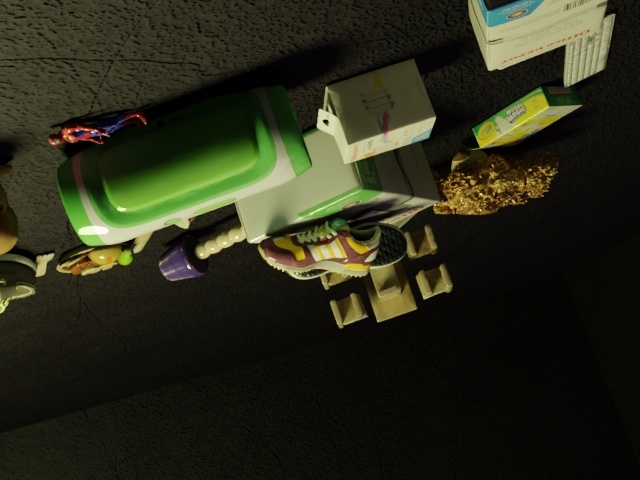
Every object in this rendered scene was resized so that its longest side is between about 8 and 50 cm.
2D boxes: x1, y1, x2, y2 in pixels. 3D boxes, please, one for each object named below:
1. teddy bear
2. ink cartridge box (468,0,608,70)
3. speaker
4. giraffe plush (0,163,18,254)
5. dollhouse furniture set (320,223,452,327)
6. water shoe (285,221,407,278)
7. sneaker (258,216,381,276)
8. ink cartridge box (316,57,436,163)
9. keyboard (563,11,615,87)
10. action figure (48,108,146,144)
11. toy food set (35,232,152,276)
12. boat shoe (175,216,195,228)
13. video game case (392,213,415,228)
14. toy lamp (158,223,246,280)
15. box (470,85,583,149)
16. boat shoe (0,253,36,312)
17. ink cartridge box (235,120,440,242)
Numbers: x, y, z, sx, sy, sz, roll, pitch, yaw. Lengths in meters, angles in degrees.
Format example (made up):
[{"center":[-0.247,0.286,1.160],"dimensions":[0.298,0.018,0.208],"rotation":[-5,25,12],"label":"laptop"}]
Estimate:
[{"center":[0.311,-0.119,2.088],"dimensions":[0.245,0.113,0.338],"rotation":[3,-171,42],"label":"teddy bear"},{"center":[0.247,-0.284,1.312],"dimensions":[0.148,0.086,0.203],"rotation":[-20,169,4],"label":"ink cartridge box"},{"center":[-0.167,-0.093,1.420],"dimensions":[0.297,0.131,0.131],"rotation":[-19,168,2],"label":"speaker"},{"center":[-0.431,-0.017,1.354],"dimensions":[0.170,0.181,0.210],"rotation":[-33,130,13],"label":"giraffe plush"},{"center":[0.100,0.025,2.078],"dimensions":[0.212,0.242,0.161],"rotation":[-19,168,0],"label":"dollhouse furniture set"},{"center":[0.034,0.011,1.788],"dimensions":[0.203,0.073,0.080],"rotation":[-9,-173,-19],"label":"water shoe"},{"center":[0.000,0.000,1.681],"dimensions":[0.186,0.069,0.084],"rotation":[4,124,-28],"label":"sneaker"},{"center":[0.069,-0.169,1.538],"dimensions":[0.143,0.090,0.092],"rotation":[-19,168,-5],"label":"ink cartridge box"},{"center":[0.403,-0.284,1.730],"dimensions":[0.072,0.014,0.256],"rotation":[-21,168,7],"label":"keyboard"},{"center":[-0.263,-0.130,1.351],"dimensions":[0.115,0.030,0.038],"rotation":[-12,171,-22],"label":"action figure"},{"center":[-0.369,0.035,1.879],"dimensions":[0.192,0.038,0.132],"rotation":[-14,167,-22],"label":"toy food set"},{"center":[-0.202,-0.059,1.722],"dimensions":[0.043,0.049,0.137],"rotation":[-60,178,-19],"label":"boat shoe"},{"center":[0.103,-0.038,2.325],"dimensions":[0.193,0.023,0.212],"rotation":[-14,166,-23],"label":"video game case"},{"center":[-0.155,-0.004,1.950],"dimensions":[0.275,0.080,0.080],"rotation":[-25,167,24],"label":"toy lamp"},{"center":[0.338,-0.202,1.925],"dimensions":[0.105,0.043,0.179],"rotation":[-8,162,-45],"label":"box"},{"center":[-0.514,0.070,1.684],"dimensions":[0.109,0.091,0.305],"rotation":[-23,167,16],"label":"boat shoe"},{"center":[0.029,-0.082,1.778],"dimensions":[0.211,0.121,0.289],"rotation":[-25,167,27],"label":"ink cartridge box"}]
